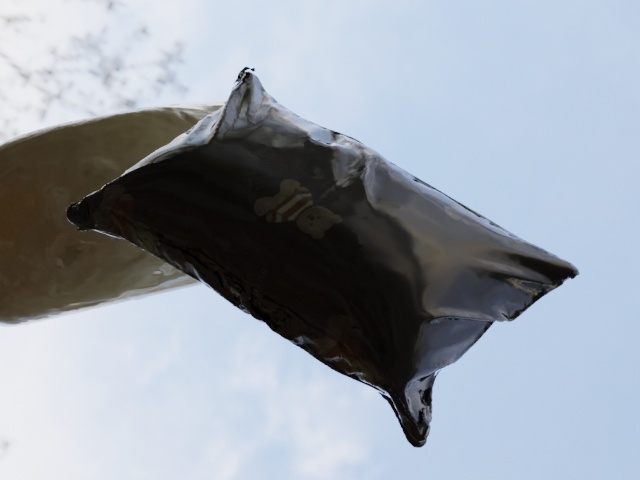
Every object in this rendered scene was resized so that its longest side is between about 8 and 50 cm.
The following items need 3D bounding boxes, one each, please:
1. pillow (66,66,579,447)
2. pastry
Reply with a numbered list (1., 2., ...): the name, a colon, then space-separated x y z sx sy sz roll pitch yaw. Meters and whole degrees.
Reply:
1. pillow: 0.000 -0.001 0.625 0.150 0.090 0.048 32 -53 26
2. pastry: -0.140 -0.019 1.346 0.265 0.265 0.133 -16 -94 36
